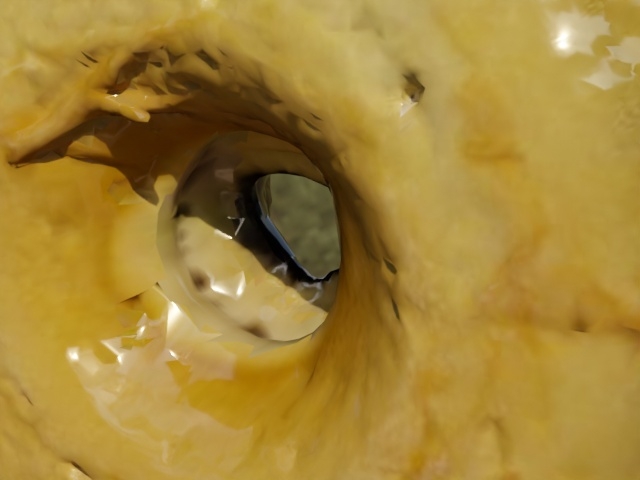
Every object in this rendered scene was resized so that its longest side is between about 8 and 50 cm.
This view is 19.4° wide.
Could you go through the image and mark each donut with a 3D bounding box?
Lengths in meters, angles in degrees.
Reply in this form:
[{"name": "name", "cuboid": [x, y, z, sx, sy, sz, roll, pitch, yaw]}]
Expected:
[{"name": "donut", "cuboid": [0.000, 0.000, 0.741, 0.449, 0.449, 0.198, -28, -4, 35]}]
